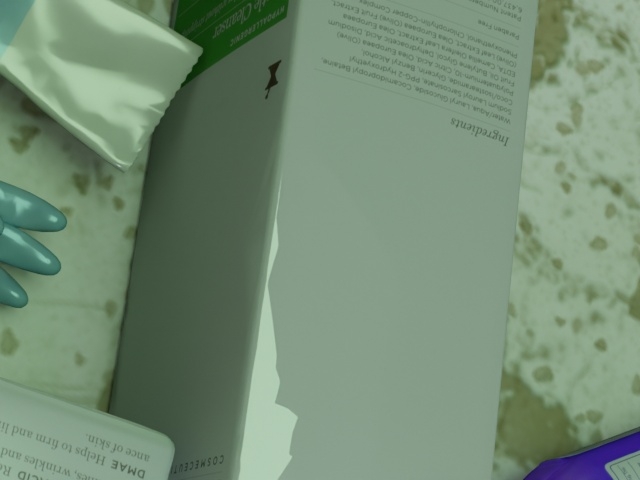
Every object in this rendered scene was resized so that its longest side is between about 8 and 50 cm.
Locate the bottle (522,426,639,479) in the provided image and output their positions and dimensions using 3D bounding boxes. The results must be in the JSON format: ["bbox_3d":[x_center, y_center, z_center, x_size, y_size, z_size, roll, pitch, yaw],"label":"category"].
[{"bbox_3d":[0.172,0.184,1.123,0.283,0.092,0.118,-16,86,-31],"label":"bottle"}]

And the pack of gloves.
[{"bbox_3d":[-0.201,-0.083,0.964,0.232,0.046,0.195,34,86,-17],"label":"pack of gloves"}]

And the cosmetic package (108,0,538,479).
[{"bbox_3d":[0.000,0.000,1.011,0.155,0.197,0.365,17,69,-25],"label":"cosmetic package"}]

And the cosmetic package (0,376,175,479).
[{"bbox_3d":[-0.185,0.166,0.891,0.151,0.151,0.183,22,69,-24],"label":"cosmetic package"}]
